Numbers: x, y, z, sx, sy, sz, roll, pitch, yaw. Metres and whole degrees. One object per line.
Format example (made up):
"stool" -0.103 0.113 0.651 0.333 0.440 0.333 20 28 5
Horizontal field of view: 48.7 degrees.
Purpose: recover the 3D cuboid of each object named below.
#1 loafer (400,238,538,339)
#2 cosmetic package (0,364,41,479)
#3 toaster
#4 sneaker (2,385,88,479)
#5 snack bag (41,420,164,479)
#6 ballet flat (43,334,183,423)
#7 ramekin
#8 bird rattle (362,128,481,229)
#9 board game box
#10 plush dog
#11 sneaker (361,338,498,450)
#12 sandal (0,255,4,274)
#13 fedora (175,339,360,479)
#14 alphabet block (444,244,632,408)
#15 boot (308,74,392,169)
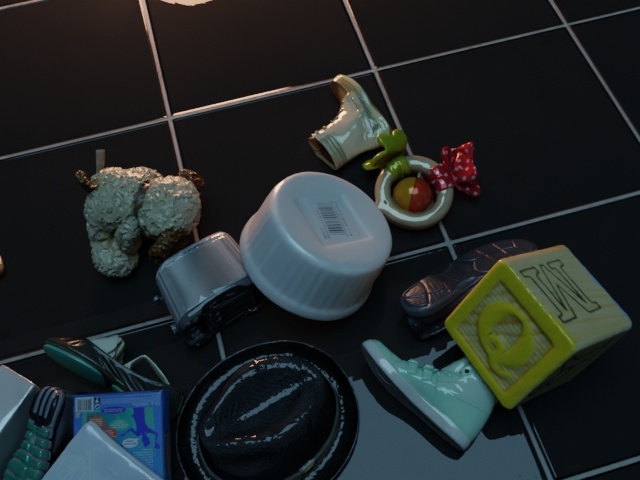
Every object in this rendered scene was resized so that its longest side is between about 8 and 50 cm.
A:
"loafer" 0.291 0.092 1.372 0.302 0.095 0.109 -24 32 -16
"cosmetic package" -0.575 0.348 1.228 0.085 0.117 0.231 25 65 15
"toaster" -0.205 0.084 1.359 0.227 0.129 0.146 -32 62 -16
"sneaker" -0.474 0.369 1.239 0.083 0.098 0.224 19 86 32
"snack bag" -0.360 0.506 1.126 0.323 0.037 0.342 32 79 14
"ballet flat" -0.372 0.241 1.303 0.280 0.095 0.096 32 56 7
"ramekin" 0.000 0.000 1.331 0.277 0.135 0.277 17 45 -17
"bird rattle" 0.209 -0.116 1.489 0.253 0.143 0.207 19 74 -2
"board game box" -0.336 0.364 1.202 0.160 0.047 0.210 -4 81 5
"plush dog" -0.343 -0.069 1.396 0.225 0.211 0.262 5 59 12
"sneaker" 0.203 0.236 1.274 0.256 0.094 0.151 41 75 12
"sandal" -0.713 0.011 1.463 0.072 0.049 0.180 -25 62 -12
"fedora" -0.096 0.299 1.216 0.334 0.152 0.334 -1 60 2
"alphabet block" 0.375 0.145 1.227 0.197 0.192 0.193 -9 52 -41
"boot" 0.040 -0.266 1.580 0.165 0.077 0.213 -30 66 -12
